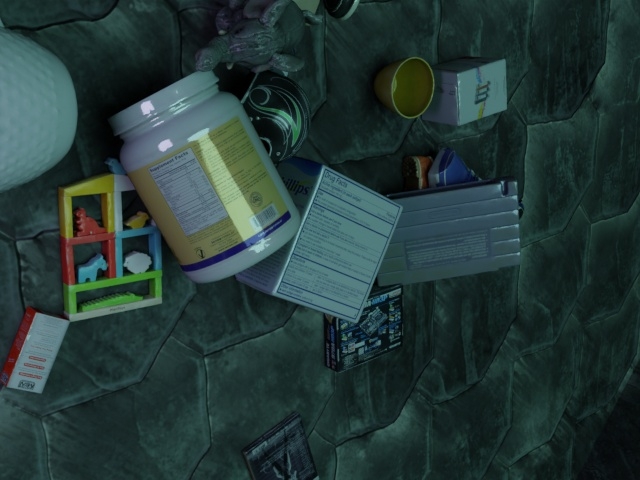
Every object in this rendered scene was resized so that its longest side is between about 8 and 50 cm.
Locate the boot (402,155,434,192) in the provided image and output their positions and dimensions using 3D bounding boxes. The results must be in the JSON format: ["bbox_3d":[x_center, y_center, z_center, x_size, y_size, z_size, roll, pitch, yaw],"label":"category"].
[{"bbox_3d":[0.245,-0.130,2.029,0.084,0.059,0.158,-14,110,-42],"label":"boot"}]

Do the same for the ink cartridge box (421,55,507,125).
[{"bbox_3d":[0.340,-0.360,1.990,0.176,0.128,0.127,-21,116,-34],"label":"ink cartridge box"}]

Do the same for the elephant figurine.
[{"bbox_3d":[-0.103,-0.353,1.460,0.169,0.239,0.186,36,106,-21],"label":"elephant figurine"}]

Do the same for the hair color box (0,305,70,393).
[{"bbox_3d":[-0.511,0.196,1.488,0.072,0.043,0.141,24,86,-42],"label":"hair color box"}]

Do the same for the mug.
[{"bbox_3d":[-0.551,-0.236,1.204,0.328,0.276,0.374,-8,78,-44],"label":"mug"}]

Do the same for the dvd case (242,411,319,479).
[{"bbox_3d":[-0.089,0.535,1.967,0.164,0.018,0.221,-32,121,-31],"label":"dvd case"}]

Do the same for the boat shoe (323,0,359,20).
[{"bbox_3d":[0.024,-0.614,1.647,0.113,0.127,0.340,0,101,-39],"label":"boat shoe"}]

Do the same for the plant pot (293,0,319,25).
[{"bbox_3d":[-0.061,-0.479,1.636,0.096,0.109,0.109,21,89,-54],"label":"plant pot"}]

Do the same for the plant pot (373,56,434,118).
[{"bbox_3d":[0.176,-0.347,1.876,0.134,0.095,0.134,-13,110,-38],"label":"plant pot"}]

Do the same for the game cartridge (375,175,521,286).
[{"bbox_3d":[0.295,-0.019,1.982,0.355,0.068,0.230,-8,117,0],"label":"game cartridge"}]

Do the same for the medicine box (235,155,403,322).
[{"bbox_3d":[0.000,0.000,1.794,0.263,0.149,0.289,23,87,-42],"label":"medicine box"}]

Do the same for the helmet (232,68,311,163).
[{"bbox_3d":[-0.096,-0.238,1.626,0.161,0.169,0.169,33,80,-20],"label":"helmet"}]

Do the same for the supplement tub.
[{"bbox_3d":[-0.207,-0.116,1.485,0.241,0.241,0.331,-35,105,-28],"label":"supplement tub"}]

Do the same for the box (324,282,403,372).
[{"bbox_3d":[0.108,0.203,2.013,0.220,0.051,0.175,-16,113,-36],"label":"box"}]

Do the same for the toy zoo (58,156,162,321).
[{"bbox_3d":[-0.385,-0.008,1.542,0.192,0.030,0.293,-11,109,-38],"label":"toy zoo"}]

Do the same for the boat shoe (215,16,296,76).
[{"bbox_3d":[-0.125,-0.399,1.634,0.183,0.065,0.083,41,53,-31],"label":"boat shoe"}]

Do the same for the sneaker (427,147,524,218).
[{"bbox_3d":[0.402,-0.105,2.064,0.315,0.182,0.127,54,53,-43],"label":"sneaker"}]
